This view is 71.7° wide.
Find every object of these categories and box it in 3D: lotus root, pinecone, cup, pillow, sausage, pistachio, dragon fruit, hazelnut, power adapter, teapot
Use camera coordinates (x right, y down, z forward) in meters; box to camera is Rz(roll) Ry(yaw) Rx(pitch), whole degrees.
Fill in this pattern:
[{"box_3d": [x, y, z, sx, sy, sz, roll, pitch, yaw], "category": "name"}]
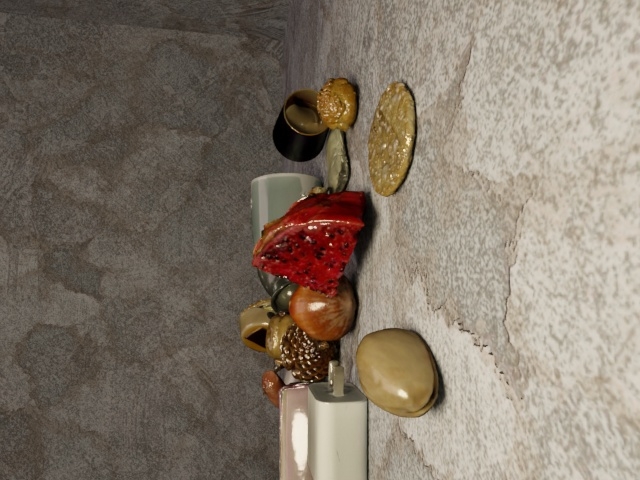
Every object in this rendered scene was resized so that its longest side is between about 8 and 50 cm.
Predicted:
[{"box_3d": [-0.134, 0.366, 1.596, 0.118, 0.125, 0.220, 25, -117, -61], "category": "lotus root"}, {"box_3d": [-0.029, 0.320, 1.296, 0.185, 0.169, 0.212, -60, -14, -23], "category": "pinecone"}, {"box_3d": [-0.043, -0.375, 1.314, 0.177, 0.166, 0.239, 135, 151, -75], "category": "cup"}, {"box_3d": [0.045, -0.239, 1.285, 0.148, 0.050, 0.229, 121, 153, -58], "category": "pillow"}, {"box_3d": [-0.091, 0.527, 1.421, 0.326, 0.087, 0.079, 55, -128, -31], "category": "sausage"}, {"box_3d": [0.120, 0.206, 0.692, 0.108, 0.126, 0.185, 49, -177, -24], "category": "pistachio"}, {"box_3d": [0.000, 0.000, 1.091, 0.330, 0.302, 0.240, -46, -51, -66], "category": "dragon fruit"}, {"box_3d": [0.006, 0.167, 1.128, 0.182, 0.182, 0.182, -179, 90, -80], "category": "hazelnut"}, {"box_3d": [0.035, 0.420, 1.050, 0.187, 0.124, 0.255, 162, 108, -78], "category": "power adapter"}, {"box_3d": [-0.150, 0.191, 1.730, 0.305, 0.223, 0.285, -40, 36, 12], "category": "teapot"}, {"box_3d": [-0.103, -0.068, 1.640, 0.357, 0.259, 0.274, 22, -115, -68], "category": "cup"}]

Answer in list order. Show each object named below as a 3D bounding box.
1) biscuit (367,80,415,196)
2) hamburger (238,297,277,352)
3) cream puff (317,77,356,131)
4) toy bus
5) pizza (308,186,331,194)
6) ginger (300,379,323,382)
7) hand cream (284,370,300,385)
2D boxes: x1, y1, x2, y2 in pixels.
[{"box_3d": [0.132, -0.191, 0.849, 0.220, 0.033, 0.219, -179, 90, -78], "category": "biscuit"}, {"box_3d": [-0.234, 0.395, 2.058, 0.302, 0.302, 0.170, 102, 174, -46], "category": "hamburger"}, {"box_3d": [0.041, -0.360, 1.166, 0.126, 0.103, 0.144, 101, 172, -48], "category": "cream puff"}, {"box_3d": [-0.038, 0.583, 1.208, 0.162, 0.171, 0.386, 55, -150, -66], "category": "toy bus"}, {"box_3d": [0.001, -0.080, 1.292, 0.147, 0.069, 0.226, -108, 19, -56], "category": "pizza"}, {"box_3d": [-0.034, 0.412, 1.519, 0.137, 0.089, 0.289, 148, 123, -72], "category": "ginger"}, {"box_3d": [-0.065, 0.435, 1.668, 0.185, 0.118, 0.358, 157, 123, -77], "category": "hand cream"}]
